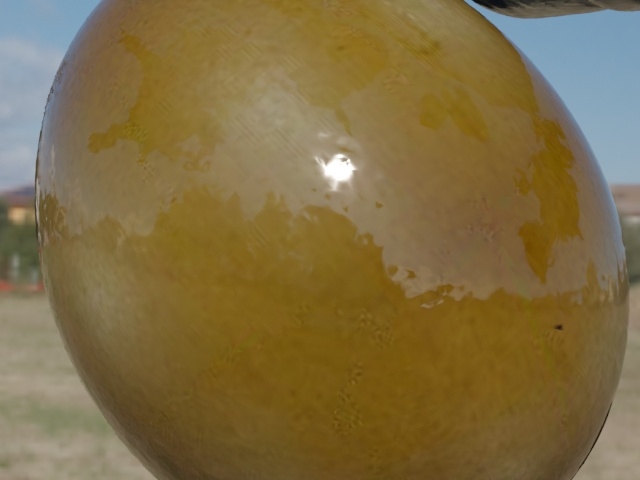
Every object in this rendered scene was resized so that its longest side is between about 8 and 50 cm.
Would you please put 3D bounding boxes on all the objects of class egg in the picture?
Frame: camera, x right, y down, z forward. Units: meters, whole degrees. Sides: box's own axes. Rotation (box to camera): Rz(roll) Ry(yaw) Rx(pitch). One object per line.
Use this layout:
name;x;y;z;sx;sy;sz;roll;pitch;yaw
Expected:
egg;0.000;0.000;0.779;0.282;0.351;0.282;-30;-19;-11

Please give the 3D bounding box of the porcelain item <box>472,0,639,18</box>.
porcelain item;0.135;-0.186;0.760;0.147;0.147;0.114;2;2;-44
